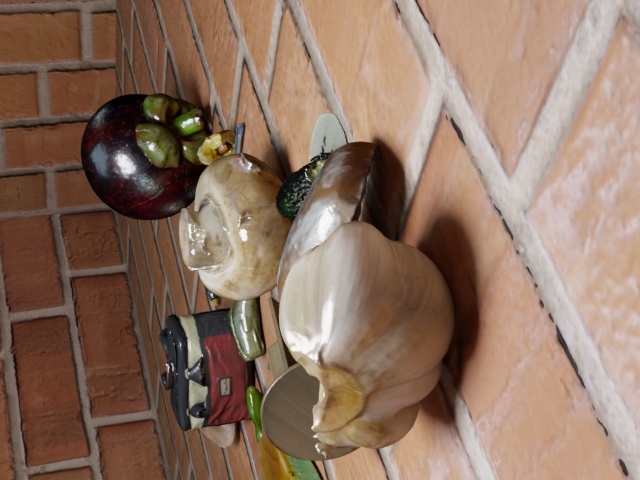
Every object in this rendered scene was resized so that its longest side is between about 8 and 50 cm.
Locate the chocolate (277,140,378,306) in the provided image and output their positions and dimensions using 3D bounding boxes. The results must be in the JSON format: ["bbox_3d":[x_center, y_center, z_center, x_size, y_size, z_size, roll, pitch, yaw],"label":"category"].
[{"bbox_3d":[-0.001,-0.001,1.250,0.157,0.080,0.254,-66,-8,-57],"label":"chocolate"}]

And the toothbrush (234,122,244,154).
[{"bbox_3d":[-0.166,-0.148,1.977,0.219,0.016,0.019,101,164,-48],"label":"toothbrush"}]

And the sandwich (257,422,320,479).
[{"bbox_3d":[-0.065,0.390,1.780,0.245,0.063,0.212,113,148,-55],"label":"sandwich"}]

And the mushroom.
[{"bbox_3d":[-0.138,-0.027,1.647,0.255,0.184,0.255,176,90,-73],"label":"mushroom"}]

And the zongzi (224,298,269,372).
[{"bbox_3d":[-0.129,0.171,1.927,0.154,0.062,0.130,65,144,31],"label":"zongzi"}]

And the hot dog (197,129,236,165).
[{"bbox_3d":[-0.201,-0.178,1.989,0.169,0.078,0.061,170,77,-78],"label":"hot dog"}]

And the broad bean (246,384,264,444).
[{"bbox_3d":[-0.110,0.395,1.947,0.069,0.039,0.227,31,-134,-67],"label":"broad bean"}]

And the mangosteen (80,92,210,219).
[{"bbox_3d":[-0.375,-0.190,2.240,0.300,0.300,0.300,173,90,-73],"label":"mangosteen"}]

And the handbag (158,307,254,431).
[{"bbox_3d":[-0.237,0.273,2.084,0.181,0.181,0.254,-129,35,-61],"label":"handbag"}]

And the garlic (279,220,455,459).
[{"bbox_3d":[0.059,0.095,1.104,0.203,0.184,0.281,-90,-14,-48],"label":"garlic"}]

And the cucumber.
[{"bbox_3d":[-0.024,-0.069,1.430,0.245,0.067,0.067,152,110,-68],"label":"cucumber"}]

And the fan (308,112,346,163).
[{"bbox_3d":[0.033,-0.044,1.384,0.329,0.009,0.191,-113,27,-46],"label":"fan"}]

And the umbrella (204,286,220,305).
[{"bbox_3d":[-0.250,0.081,2.295,0.037,0.040,0.144,24,121,60],"label":"umbrella"}]

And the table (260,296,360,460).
[{"bbox_3d":[-0.013,0.173,1.409,0.227,0.167,0.167,-110,19,-61],"label":"table"}]

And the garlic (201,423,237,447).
[{"bbox_3d":[-0.241,0.395,2.316,0.174,0.099,0.124,-115,6,-56],"label":"garlic"}]
